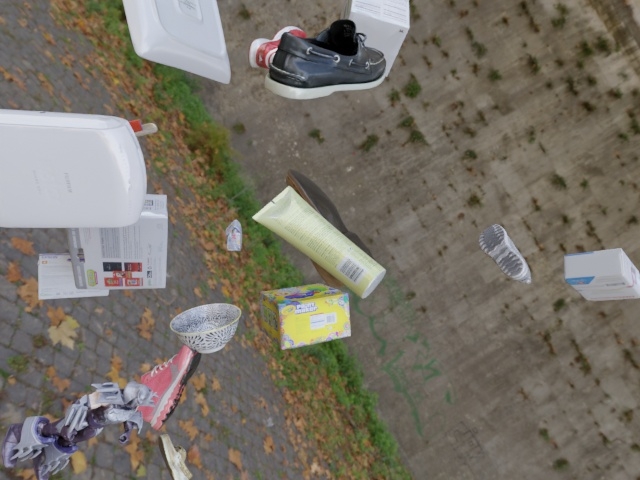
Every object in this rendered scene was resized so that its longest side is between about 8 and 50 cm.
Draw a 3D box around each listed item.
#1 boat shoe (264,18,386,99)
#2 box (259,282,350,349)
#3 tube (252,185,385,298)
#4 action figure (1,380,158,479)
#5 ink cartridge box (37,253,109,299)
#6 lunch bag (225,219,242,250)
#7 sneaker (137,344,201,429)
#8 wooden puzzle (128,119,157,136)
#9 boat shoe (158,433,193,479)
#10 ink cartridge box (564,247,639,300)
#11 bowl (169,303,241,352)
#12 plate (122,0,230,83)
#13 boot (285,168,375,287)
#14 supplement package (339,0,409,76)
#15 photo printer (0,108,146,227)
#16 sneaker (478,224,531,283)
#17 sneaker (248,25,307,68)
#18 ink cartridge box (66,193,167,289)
[{"bbox_3d":[0.032,-0.357,0.774,0.127,0.340,0.113,36,-46,27],"label":"boat shoe"},{"bbox_3d":[-0.071,0.297,1.662,0.279,0.290,0.176,-174,-101,-66],"label":"box"},{"bbox_3d":[0.000,0.000,0.692,0.240,0.062,0.070,38,28,18],"label":"tube"},{"bbox_3d":[-0.435,0.346,0.769,0.185,0.285,0.099,57,7,-49],"label":"action figure"},{"bbox_3d":[-0.855,0.112,1.427,0.224,0.223,0.045,1,42,-35],"label":"ink cartridge box"},{"bbox_3d":[-0.278,-0.019,1.311,0.071,0.053,0.083,-113,-151,-62],"label":"lunch bag"},{"bbox_3d":[-0.481,0.425,1.258,0.136,0.313,0.116,28,2,1],"label":"sneaker"},{"bbox_3d":[-0.809,-0.370,1.468,0.347,0.323,0.080,-82,160,-65],"label":"wooden puzzle"},{"bbox_3d":[-0.321,0.481,0.904,0.050,0.045,0.135,10,-63,50],"label":"boat shoe"},{"bbox_3d":[0.505,0.064,0.729,0.123,0.089,0.052,30,61,-36],"label":"ink cartridge box"},{"bbox_3d":[-0.278,0.226,1.009,0.170,0.170,0.080,-116,-159,-75],"label":"bowl"},{"bbox_3d":[-0.294,-0.498,0.860,0.277,0.045,0.277,-17,96,-62],"label":"plate"},{"bbox_3d":[-0.010,-0.030,0.926,0.112,0.115,0.305,-2,54,-57],"label":"boot"},{"bbox_3d":[0.176,-0.754,1.410,0.199,0.198,0.262,117,-18,-59],"label":"supplement package"},{"bbox_3d":[-0.542,-0.146,0.875,0.107,0.308,0.255,-109,-156,-53],"label":"photo printer"},{"bbox_3d":[0.673,0.055,1.494,0.115,0.105,0.281,38,29,-30],"label":"sneaker"},{"bbox_3d":[-0.064,-0.454,0.998,0.128,0.221,0.087,26,-41,17],"label":"sneaker"},{"bbox_3d":[-0.635,0.007,1.300,0.130,0.272,0.309,-114,-147,-45],"label":"ink cartridge box"}]
